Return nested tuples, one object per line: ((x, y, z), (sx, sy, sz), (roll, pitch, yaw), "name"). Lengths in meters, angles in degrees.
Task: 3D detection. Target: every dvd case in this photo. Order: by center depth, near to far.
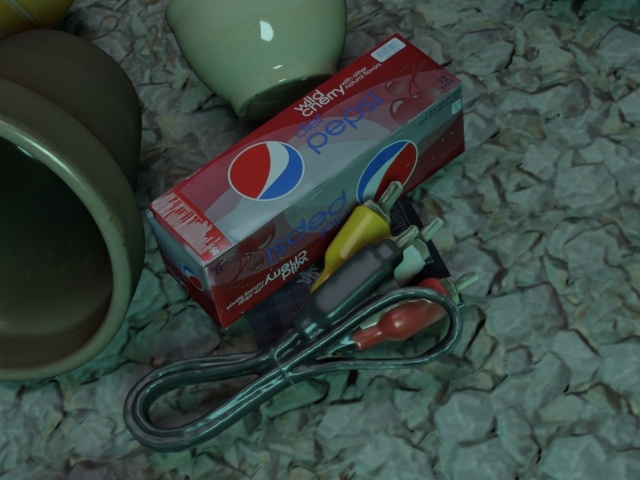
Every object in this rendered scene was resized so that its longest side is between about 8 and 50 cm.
((0.000, 0.000, 1.039), (0.164, 0.018, 0.221), (-22, 52, -5), "dvd case")

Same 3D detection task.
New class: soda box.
((-0.007, -0.050, 1.005), (0.263, 0.092, 0.083), (-36, 58, -18), "soda box")

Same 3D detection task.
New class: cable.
((-0.005, 0.085, 0.950), (0.287, 0.072, 0.139), (-39, 72, -2), "cable")

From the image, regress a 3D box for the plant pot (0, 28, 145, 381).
((-0.245, -0.054, 1.018), (0.263, 0.263, 0.229), (0, 35, 13), "plant pot")

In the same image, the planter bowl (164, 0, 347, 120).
((-0.045, -0.172, 1.106), (0.162, 0.162, 0.109), (-18, 79, 0), "planter bowl")

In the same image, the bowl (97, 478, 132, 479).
((-0.154, 0.228, 0.867), (0.170, 0.080, 0.170), (-6, 53, 8), "bowl")

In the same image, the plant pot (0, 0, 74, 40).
((-0.369, -0.228, 1.196), (0.205, 0.205, 0.188), (31, 81, 30), "plant pot")
